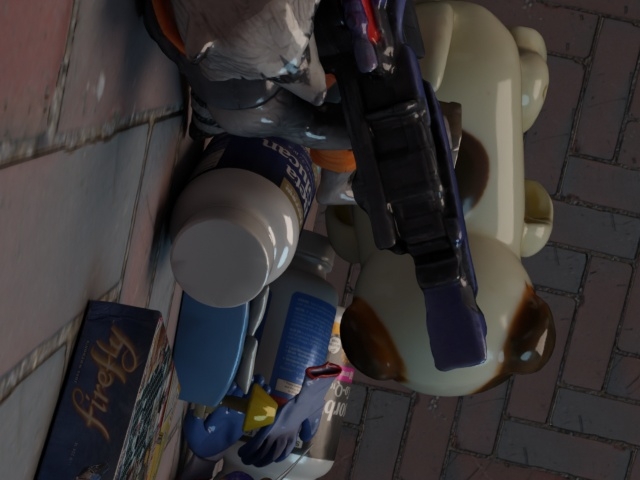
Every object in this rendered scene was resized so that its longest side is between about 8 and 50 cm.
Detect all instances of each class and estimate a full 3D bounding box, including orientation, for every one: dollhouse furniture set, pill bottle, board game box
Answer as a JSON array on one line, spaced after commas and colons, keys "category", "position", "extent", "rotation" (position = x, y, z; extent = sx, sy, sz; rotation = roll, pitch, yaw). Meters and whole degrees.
[{"category": "dollhouse furniture set", "position": [0.000, 0.000, 1.202], "extent": [0.286, 0.198, 0.303], "rotation": [-70, 173, -72]}, {"category": "pill bottle", "position": [-0.048, 0.100, 1.492], "extent": [0.124, 0.124, 0.221], "rotation": [93, 11, -77]}, {"category": "pill bottle", "position": [-0.057, -0.020, 0.947], "extent": [0.169, 0.094, 0.094], "rotation": [-73, 175, -63]}, {"category": "board game box", "position": [-0.136, 0.173, 0.742], "extent": [0.165, 0.042, 0.243], "rotation": [97, 6, -68]}, {"category": "pill bottle", "position": [-0.048, 0.213, 1.660], "extent": [0.162, 0.162, 0.278], "rotation": [81, 22, -84]}]

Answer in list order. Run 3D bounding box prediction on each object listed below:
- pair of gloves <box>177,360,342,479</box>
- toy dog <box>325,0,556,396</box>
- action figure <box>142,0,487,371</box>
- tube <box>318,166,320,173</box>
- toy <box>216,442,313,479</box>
[{"category": "pair of gloves", "position": [-0.070, 0.191, 1.358], "extent": [0.023, 0.198, 0.159], "rotation": [51, -56, 34]}, {"category": "toy dog", "position": [0.145, -0.035, 1.414], "extent": [0.395, 0.284, 0.408], "rotation": [133, -44, -80]}, {"category": "action figure", "position": [-0.016, -0.080, 0.744], "extent": [0.330, 0.178, 0.341], "rotation": [43, 34, -82]}, {"category": "tube", "position": [-0.039, -0.100, 1.640], "extent": [0.207, 0.052, 0.080], "rotation": [1, 96, -82]}, {"category": "toy", "position": [-0.109, 0.287, 1.331], "extent": [0.137, 0.056, 0.237], "rotation": [-51, 174, 32]}]
